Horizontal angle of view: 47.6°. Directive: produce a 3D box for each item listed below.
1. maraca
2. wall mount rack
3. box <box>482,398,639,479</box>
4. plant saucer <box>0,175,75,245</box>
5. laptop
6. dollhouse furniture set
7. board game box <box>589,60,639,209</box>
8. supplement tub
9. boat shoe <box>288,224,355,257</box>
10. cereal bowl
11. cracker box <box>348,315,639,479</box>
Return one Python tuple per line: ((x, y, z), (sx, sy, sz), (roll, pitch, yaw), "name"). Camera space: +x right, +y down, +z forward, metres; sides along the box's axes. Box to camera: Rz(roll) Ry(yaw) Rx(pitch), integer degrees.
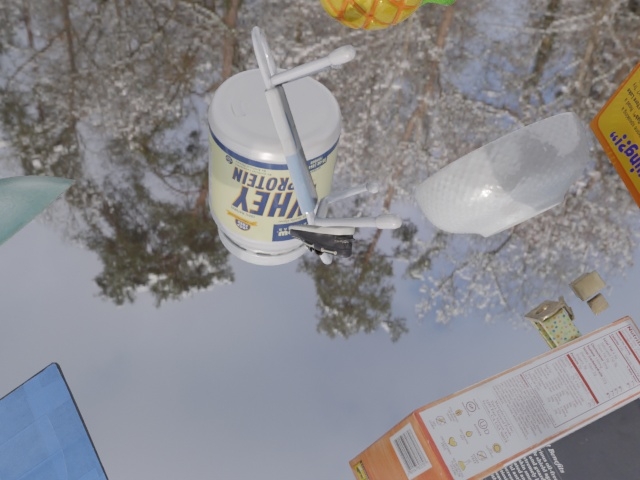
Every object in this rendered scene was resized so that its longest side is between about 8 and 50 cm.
((0.081, -0.308, 0.862), (0.186, 0.127, 0.099), (-3, -109, 19), "maraca")
((0.010, -0.134, 0.974), (0.131, 0.349, 0.304), (-17, -168, 5), "wall mount rack")
((0.381, 0.254, 0.955), (0.296, 0.294, 0.182), (-14, -106, -46), "box")
((-0.259, 0.006, 0.500), (0.195, 0.037, 0.195), (-34, -162, 13), "plant saucer")
((-0.470, 0.413, 0.913), (0.382, 0.236, 0.408), (-35, -170, 3), "laptop")
((0.522, 0.176, 1.394), (0.161, 0.101, 0.181), (-36, -91, -2), "dollhouse furniture set")
((0.627, -0.124, 0.858), (0.357, 0.356, 0.356), (7, -133, -22), "board game box")
((-0.093, -0.130, 1.364), (0.236, 0.324, 0.235), (4, -132, -4), "supplement tub")
((0.000, 0.000, 0.892), (0.046, 0.038, 0.125), (-2, -176, -36), "boat shoe")
((0.355, -0.102, 1.373), (0.339, 0.339, 0.141), (-22, -97, -26), "cereal bowl")
((0.156, 0.154, 0.616), (0.232, 0.155, 0.067), (-16, -114, -26), "cracker box")
